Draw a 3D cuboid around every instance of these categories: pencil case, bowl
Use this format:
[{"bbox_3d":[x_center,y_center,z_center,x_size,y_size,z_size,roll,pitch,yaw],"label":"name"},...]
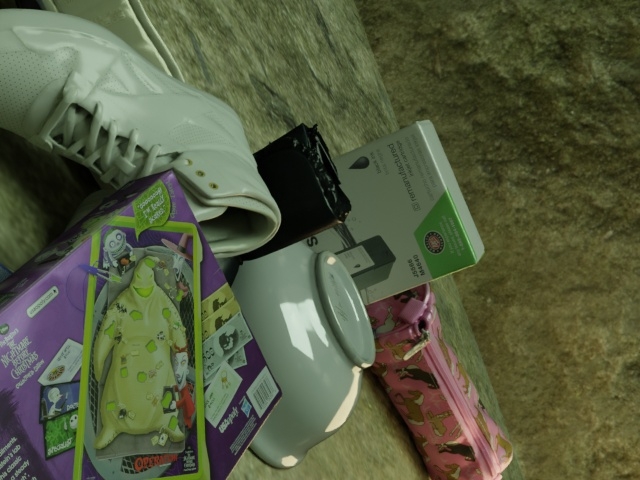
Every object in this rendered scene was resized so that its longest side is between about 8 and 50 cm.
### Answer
[{"bbox_3d":[0.185,0.245,1.595,0.386,0.160,0.167,61,24,-24],"label":"pencil case"},{"bbox_3d":[-0.025,0.101,1.108,0.297,0.134,0.297,60,17,-30],"label":"bowl"}]

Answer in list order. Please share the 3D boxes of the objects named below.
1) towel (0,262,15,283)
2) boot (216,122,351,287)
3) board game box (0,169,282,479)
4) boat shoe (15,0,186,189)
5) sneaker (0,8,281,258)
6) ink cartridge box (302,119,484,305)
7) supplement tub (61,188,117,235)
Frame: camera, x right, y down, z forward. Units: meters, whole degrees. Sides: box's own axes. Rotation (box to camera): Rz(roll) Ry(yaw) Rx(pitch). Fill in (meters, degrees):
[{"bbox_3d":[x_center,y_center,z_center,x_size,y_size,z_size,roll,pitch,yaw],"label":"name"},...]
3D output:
[{"bbox_3d":[-0.181,0.137,0.693,0.285,0.034,0.209,48,24,-51],"label":"towel"},{"bbox_3d":[-0.074,0.002,0.932,0.094,0.207,0.246,55,20,-41],"label":"boot"},{"bbox_3d":[-0.148,0.118,0.607,0.347,0.056,0.208,-51,127,-54],"label":"board game box"},{"bbox_3d":[-0.210,-0.173,0.905,0.097,0.117,0.324,26,-40,61],"label":"boat shoe"},{"bbox_3d":[-0.153,-0.075,0.772,0.293,0.108,0.169,16,33,-42],"label":"sneaker"},{"bbox_3d":[0.054,-0.018,1.291,0.198,0.273,0.115,67,17,-2],"label":"ink cartridge box"},{"bbox_3d":[-0.183,0.010,0.802,0.071,0.071,0.107,60,16,-26],"label":"supplement tub"}]
